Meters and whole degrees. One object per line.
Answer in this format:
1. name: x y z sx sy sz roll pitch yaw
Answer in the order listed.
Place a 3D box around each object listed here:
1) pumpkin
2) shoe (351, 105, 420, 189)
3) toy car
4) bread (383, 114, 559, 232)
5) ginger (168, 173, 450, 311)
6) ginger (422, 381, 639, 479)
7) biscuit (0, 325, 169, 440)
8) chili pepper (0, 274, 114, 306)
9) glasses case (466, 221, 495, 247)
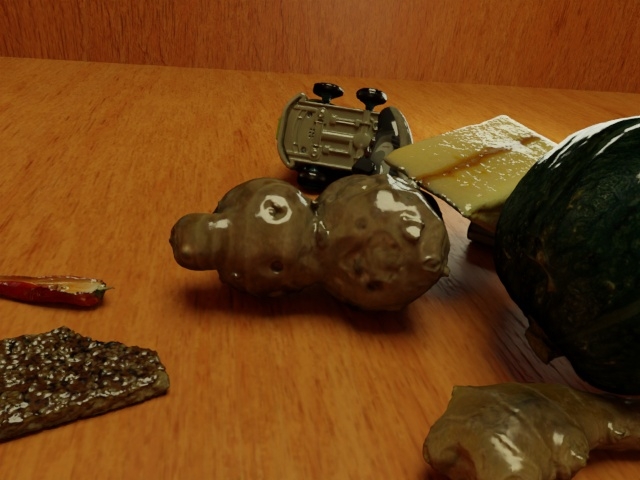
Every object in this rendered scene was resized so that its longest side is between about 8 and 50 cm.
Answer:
1. pumpkin: 0.299 -0.010 0.560 0.263 0.197 0.293 -36 13 2
2. shoe: 0.107 -0.122 0.931 0.112 0.227 0.099 -10 -16 2
3. toy car: 0.047 -0.195 1.096 0.248 0.204 0.198 11 4 6
4. bread: 0.235 -0.107 0.744 0.168 0.163 0.264 41 15 32
5. ginger: 0.000 0.000 0.692 0.375 0.176 0.256 -1 10 -9
6. ginger: 0.232 0.175 0.480 0.295 0.086 0.131 5 4 -13
7. biscuit: -0.277 0.131 0.520 0.237 0.026 0.131 -11 33 -28
8. chili pepper: -0.335 0.059 0.649 0.178 0.027 0.045 5 23 -2
9. glasses case: 0.389 0.014 0.844 0.299 0.060 0.114 21 36 28
